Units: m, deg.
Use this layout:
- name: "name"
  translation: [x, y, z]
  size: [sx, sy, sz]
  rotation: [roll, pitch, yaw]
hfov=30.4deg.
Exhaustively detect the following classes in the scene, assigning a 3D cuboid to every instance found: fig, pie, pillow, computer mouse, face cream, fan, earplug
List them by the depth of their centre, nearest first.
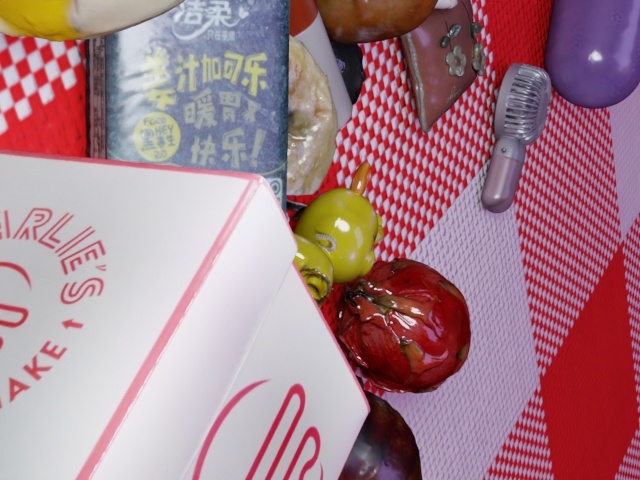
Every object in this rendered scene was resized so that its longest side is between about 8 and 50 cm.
- name: "pie"
  translation: [-0.077, -0.130, 1.199]
  size: [0.218, 0.052, 0.185]
  rotation: [-6, 101, -28]
- name: "face cream"
  translation: [-0.040, -0.215, 1.267]
  size: [0.096, 0.096, 0.214]
  rotation: [-57, 139, -37]
- name: "fig"
  translation: [0.010, 0.236, 1.391]
  size: [0.321, 0.217, 0.217]
  rotation: [-81, 166, -70]
- name: "computer mouse"
  translation: [0.027, -0.207, 1.428]
  size: [0.135, 0.047, 0.079]
  rotation: [22, 77, -60]
- name: "pillow"
  translation: [0.173, -0.259, 1.631]
  size: [0.179, 0.075, 0.171]
  rotation: [-46, 133, -44]
- name: "fan"
  translation: [0.304, -0.162, 1.874]
  size: [0.130, 0.074, 0.244]
  rotation: [37, 68, -67]
- name: "earplug"
  translation: [0.502, -0.449, 2.035]
  size: [0.215, 0.215, 0.456]
  rotation: [24, 78, -58]

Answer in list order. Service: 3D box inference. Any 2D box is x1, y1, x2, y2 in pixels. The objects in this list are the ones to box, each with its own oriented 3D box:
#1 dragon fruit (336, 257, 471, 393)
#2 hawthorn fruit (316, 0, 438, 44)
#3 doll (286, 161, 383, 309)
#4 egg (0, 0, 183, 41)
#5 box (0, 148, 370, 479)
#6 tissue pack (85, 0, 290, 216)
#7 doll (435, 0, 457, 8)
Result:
- name: "dragon fruit"
  translation: [0.106, 0.111, 1.496]
  size: [0.209, 0.172, 0.172]
  rotation: [39, 62, -63]
- name: "hawthorn fruit"
  translation: [0.062, -0.330, 1.349]
  size: [0.251, 0.199, 0.199]
  rotation: [-52, 139, -66]
- name: "doll"
  translation: [0.000, 0.000, 1.365]
  size: [0.221, 0.135, 0.143]
  rotation: [-54, 170, -48]
- name: "egg"
  translation: [-0.184, -0.322, 0.838]
  size: [0.283, 0.283, 0.345]
  rotation: [-37, 121, -51]
- name: "box"
  translation: [-0.183, 0.144, 0.888]
  size: [0.312, 0.314, 0.300]
  rotation: [-62, 145, -32]
- name: "tissue pack"
  translation: [-0.121, -0.117, 1.099]
  size: [0.185, 0.081, 0.257]
  rotation: [-3, 99, -30]
- name: "doll"
  translation: [0.146, -0.451, 1.512]
  size: [0.144, 0.208, 0.271]
  rotation: [-5, 136, -40]
